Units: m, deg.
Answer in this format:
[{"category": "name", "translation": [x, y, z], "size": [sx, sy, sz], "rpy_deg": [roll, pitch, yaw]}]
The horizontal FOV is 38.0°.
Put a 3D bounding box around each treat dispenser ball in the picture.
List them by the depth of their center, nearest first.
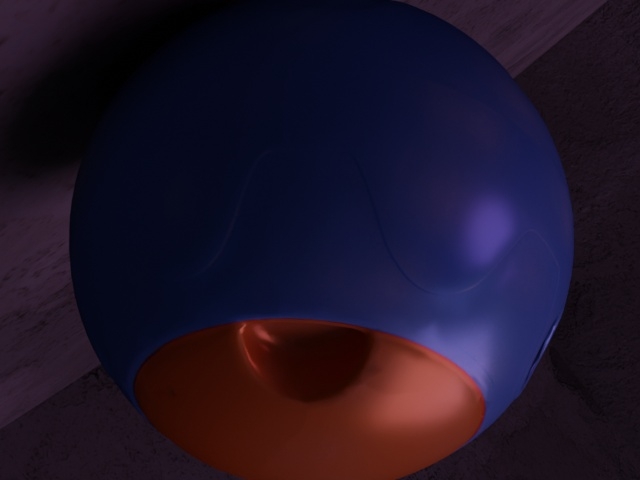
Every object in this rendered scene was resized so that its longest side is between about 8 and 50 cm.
[{"category": "treat dispenser ball", "translation": [0.000, 0.000, 0.549], "size": [0.288, 0.288, 0.288], "rpy_deg": [-37, 177, -2]}]
